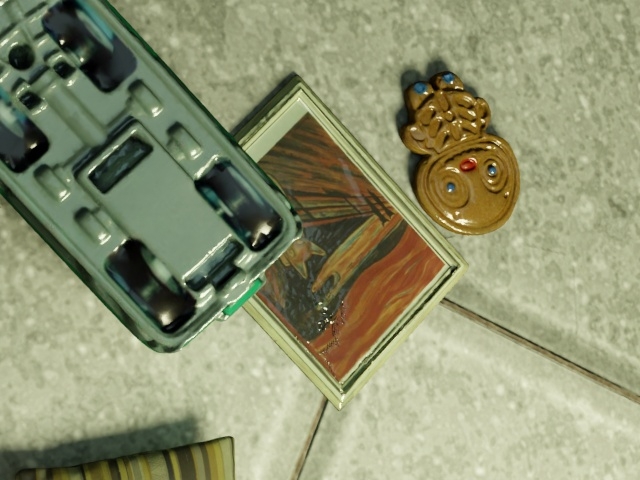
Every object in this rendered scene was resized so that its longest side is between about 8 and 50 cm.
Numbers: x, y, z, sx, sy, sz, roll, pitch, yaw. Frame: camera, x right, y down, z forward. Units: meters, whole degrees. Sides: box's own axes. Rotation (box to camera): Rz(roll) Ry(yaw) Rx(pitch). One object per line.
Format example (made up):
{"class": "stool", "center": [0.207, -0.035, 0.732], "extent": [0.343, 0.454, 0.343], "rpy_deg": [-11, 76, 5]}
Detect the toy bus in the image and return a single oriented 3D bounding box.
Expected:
{"class": "toy bus", "center": [-0.190, -0.074, 1.477], "extent": [0.183, 0.199, 0.343], "rpy_deg": [-42, 99, -8]}

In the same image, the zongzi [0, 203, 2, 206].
{"class": "zongzi", "center": [-0.505, 0.104, 1.393], "extent": [0.181, 0.418, 0.447], "rpy_deg": [44, 28, -3]}

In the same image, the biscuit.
{"class": "biscuit", "center": [0.143, -0.088, 1.723], "extent": [0.124, 0.026, 0.175], "rpy_deg": [-24, 93, -25]}

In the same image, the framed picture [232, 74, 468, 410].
{"class": "framed picture", "center": [0.000, 0.000, 1.655], "extent": [0.273, 0.016, 0.216], "rpy_deg": [47, 68, -11]}

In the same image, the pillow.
{"class": "pillow", "center": [-0.167, 0.297, 1.521], "extent": [0.212, 0.052, 0.208], "rpy_deg": [-6, 90, -22]}
